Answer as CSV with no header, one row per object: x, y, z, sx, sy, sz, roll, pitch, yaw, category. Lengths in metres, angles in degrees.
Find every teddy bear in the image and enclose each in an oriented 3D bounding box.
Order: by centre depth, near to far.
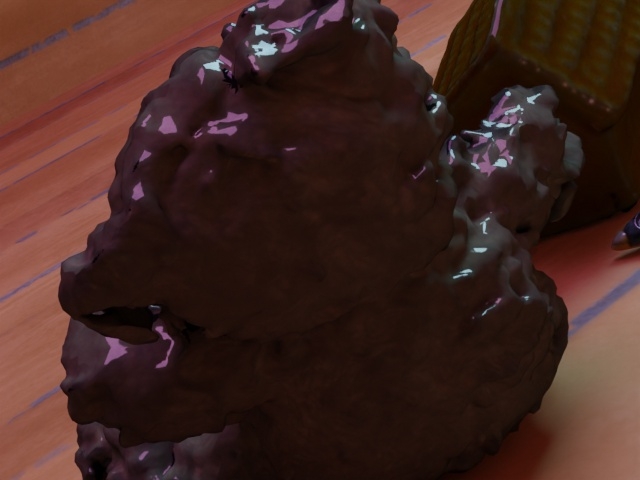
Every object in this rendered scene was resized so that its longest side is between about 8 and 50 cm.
0.000,0.000,0.688,0.357,0.367,0.224,-33,45,-17,teddy bear

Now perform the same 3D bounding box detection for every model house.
0.171,-0.149,0.963,0.173,0.239,0.268,2,58,27,model house

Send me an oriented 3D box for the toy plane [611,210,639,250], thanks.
0.347,-0.081,0.866,0.316,0.103,0.204,-25,54,6,toy plane
